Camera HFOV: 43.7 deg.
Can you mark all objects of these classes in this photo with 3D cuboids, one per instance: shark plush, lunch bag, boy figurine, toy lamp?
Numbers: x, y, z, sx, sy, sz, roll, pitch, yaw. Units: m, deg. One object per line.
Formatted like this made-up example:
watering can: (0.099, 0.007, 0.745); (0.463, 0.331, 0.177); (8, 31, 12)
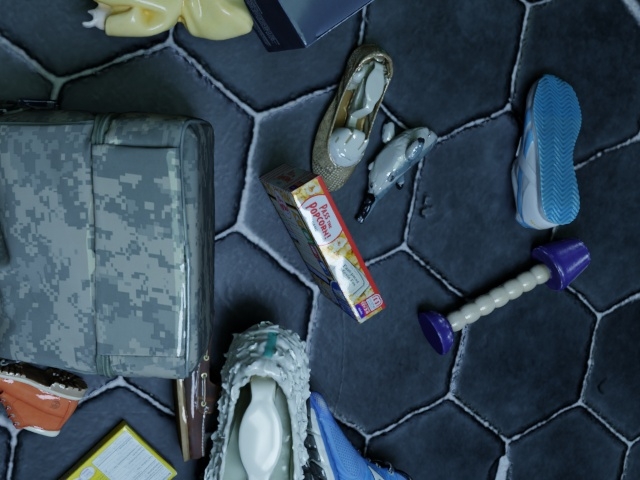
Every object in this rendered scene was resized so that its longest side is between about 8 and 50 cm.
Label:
shark plush: (0.106, -0.089, 1.106); (0.067, 0.073, 0.161); (29, 85, -53)
lunch bag: (-0.255, -0.006, 0.905); (0.255, 0.212, 0.305); (1, 99, -1)
boy figurine: (-0.208, -0.318, 0.922); (0.285, 0.092, 0.177); (16, 95, -23)
toy lamp: (0.279, 0.074, 1.190); (0.274, 0.080, 0.080); (-25, 108, -12)

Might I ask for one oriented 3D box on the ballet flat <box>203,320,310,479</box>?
ballet flat: (-0.087, 0.308, 1.020); (0.146, 0.147, 0.409); (-3, 105, -20)

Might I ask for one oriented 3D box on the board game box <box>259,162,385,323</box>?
board game box: (0.000, 0.000, 1.033); (0.045, 0.147, 0.194); (-32, 110, -11)

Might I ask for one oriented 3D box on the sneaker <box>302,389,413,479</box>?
sneaker: (0.044, 0.352, 1.150); (0.147, 0.129, 0.330); (-33, 105, -35)

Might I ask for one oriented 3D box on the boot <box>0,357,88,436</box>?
boot: (-0.379, 0.191, 0.984); (0.157, 0.059, 0.085); (27, 96, -24)

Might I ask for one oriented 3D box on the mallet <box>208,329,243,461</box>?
mallet: (-0.128, 0.218, 1.094); (0.062, 0.039, 0.190); (-7, 99, -22)

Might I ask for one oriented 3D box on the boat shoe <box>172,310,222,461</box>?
boat shoe: (-0.161, 0.191, 1.052); (0.073, 0.073, 0.207); (-6, 103, -16)

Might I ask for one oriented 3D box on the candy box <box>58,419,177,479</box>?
candy box: (-0.302, 0.345, 1.058); (0.206, 0.027, 0.105); (-42, 114, -7)

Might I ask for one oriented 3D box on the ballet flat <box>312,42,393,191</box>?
ballet flat: (0.043, -0.162, 1.057); (0.073, 0.067, 0.206); (13, 97, -23)

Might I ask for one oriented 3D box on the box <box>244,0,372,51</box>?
box: (-0.004, -0.309, 0.961); (0.156, 0.158, 0.093); (-37, 111, -10)

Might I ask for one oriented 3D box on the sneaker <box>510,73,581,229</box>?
sneaker: (0.319, -0.130, 1.160); (0.087, 0.092, 0.229); (10, 78, -19)
